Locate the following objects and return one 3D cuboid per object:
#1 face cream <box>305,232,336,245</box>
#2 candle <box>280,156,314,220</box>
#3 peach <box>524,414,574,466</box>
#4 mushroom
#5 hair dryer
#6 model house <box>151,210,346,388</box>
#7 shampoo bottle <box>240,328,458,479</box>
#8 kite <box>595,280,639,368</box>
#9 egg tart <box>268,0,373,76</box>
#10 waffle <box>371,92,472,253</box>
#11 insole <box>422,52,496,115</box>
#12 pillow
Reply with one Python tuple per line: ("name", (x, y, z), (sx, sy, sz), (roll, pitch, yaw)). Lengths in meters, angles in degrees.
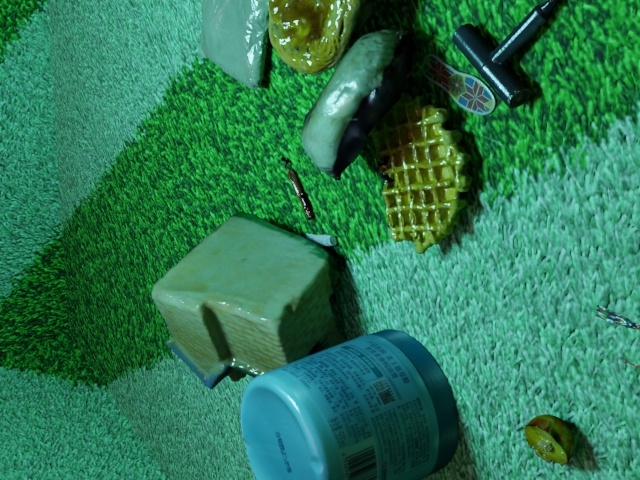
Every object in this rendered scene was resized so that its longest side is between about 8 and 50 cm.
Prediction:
("face cream", (0.000, 0.000, 2.009), (0.115, 0.020, 0.038), (1, 113, 59))
("candle", (-0.054, -0.128, 2.038), (0.026, 0.021, 0.167), (114, 133, -72))
("peach", (0.407, 0.345, 1.498), (0.098, 0.061, 0.098), (43, 157, 23))
("mushroom", (0.054, -0.267, 1.646), (0.344, 0.130, 0.247), (133, 155, -58))
("hair dryer", (0.310, -0.342, 1.382), (0.173, 0.050, 0.194), (55, 138, 27))
("model house", (-0.136, 0.186, 2.062), (0.382, 0.334, 0.342), (18, 139, 36))
("shampoo bottle", (0.054, 0.388, 1.789), (0.331, 0.343, 0.331), (27, 124, 49))
("kite", (0.518, 0.146, 1.296), (0.244, 0.006, 0.198), (32, 128, 47))
("egg tart", (0.009, -0.496, 1.658), (0.352, 0.150, 0.351), (20, 114, 58))
("waffle", (0.185, -0.134, 1.636), (0.283, 0.065, 0.309), (52, 139, 32))
("insole", (0.246, -0.281, 1.534), (0.193, 0.006, 0.065), (45, 137, 37))
("pillow", (-0.215, -0.533, 2.063), (0.281, 0.076, 0.274), (40, 132, 41))
